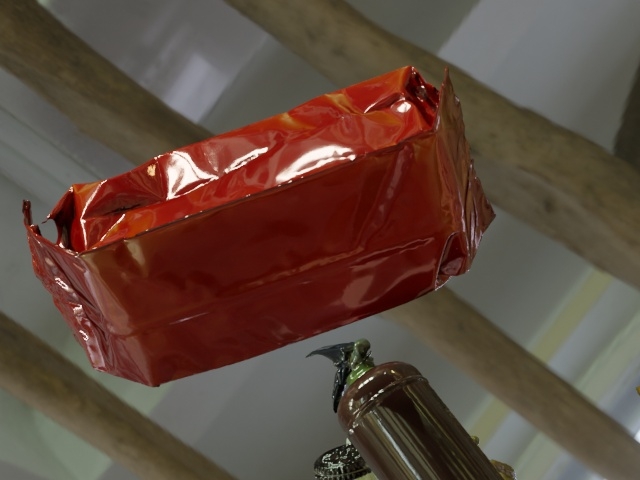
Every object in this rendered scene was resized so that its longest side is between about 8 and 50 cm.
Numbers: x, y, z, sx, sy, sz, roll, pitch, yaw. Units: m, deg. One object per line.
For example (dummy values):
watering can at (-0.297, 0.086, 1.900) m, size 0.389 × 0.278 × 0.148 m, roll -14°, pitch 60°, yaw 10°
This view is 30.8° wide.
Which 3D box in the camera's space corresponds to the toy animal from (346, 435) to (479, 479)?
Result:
toy animal at (0.136, 0.322, 1.767) m, size 0.180 × 0.181 × 0.363 m, roll -62°, pitch -9°, yaw -21°

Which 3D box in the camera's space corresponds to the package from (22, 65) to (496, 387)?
package at (-0.054, -0.003, 1.033) m, size 0.424 × 0.123 × 0.196 m, roll -17°, pitch -50°, yaw 3°

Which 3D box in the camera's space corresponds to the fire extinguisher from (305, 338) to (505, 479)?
fire extinguisher at (0.092, 0.218, 1.170) m, size 0.102 × 0.344 × 0.138 m, roll -21°, pitch -34°, yaw -30°

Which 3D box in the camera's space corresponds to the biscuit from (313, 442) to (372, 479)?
biscuit at (0.032, 0.274, 1.431) m, size 0.089 × 0.087 × 0.027 m, roll -22°, pitch -80°, yaw -50°

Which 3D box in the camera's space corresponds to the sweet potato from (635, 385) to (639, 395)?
sweet potato at (0.402, 0.189, 1.373) m, size 0.026 × 0.115 × 0.026 m, roll 0°, pitch -88°, yaw -3°

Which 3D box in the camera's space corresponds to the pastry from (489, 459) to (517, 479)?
pastry at (0.145, 0.354, 1.336) m, size 0.235 × 0.132 × 0.240 m, roll 0°, pitch -42°, yaw -35°
